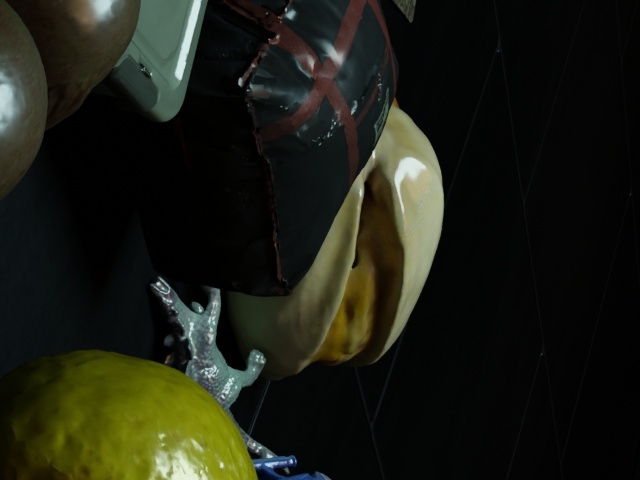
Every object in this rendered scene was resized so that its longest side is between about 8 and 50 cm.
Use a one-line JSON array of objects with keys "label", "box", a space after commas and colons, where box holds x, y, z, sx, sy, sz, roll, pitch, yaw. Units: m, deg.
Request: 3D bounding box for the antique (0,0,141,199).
[{"label": "antique", "box": [-0.161, -0.078, 0.819, 0.257, 0.143, 0.121, -49, 139, -62]}]

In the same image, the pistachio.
[{"label": "pistachio", "box": [0.000, 0.000, 1.344, 0.157, 0.157, 0.229, -59, 162, -51]}]

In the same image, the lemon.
[{"label": "lemon", "box": [-0.111, 0.141, 1.005, 0.207, 0.170, 0.170, 52, 46, -75]}]

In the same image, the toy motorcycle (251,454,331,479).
[{"label": "toy motorcycle", "box": [-0.064, 0.173, 1.229, 0.205, 0.114, 0.076, -11, 105, -70]}]

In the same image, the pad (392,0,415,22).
[{"label": "pad", "box": [0.056, -0.286, 1.620, 0.235, 0.003, 0.158, 33, 64, -70]}]

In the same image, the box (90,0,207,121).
[{"label": "box", "box": [-0.114, -0.156, 1.006, 0.124, 0.093, 0.172, 52, 48, -65]}]

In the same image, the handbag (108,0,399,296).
[{"label": "handbag", "box": [-0.039, -0.101, 1.150, 0.169, 0.155, 0.215, 73, 30, -47]}]

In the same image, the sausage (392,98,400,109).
[{"label": "sausage", "box": [0.044, -0.117, 1.594, 0.107, 0.031, 0.031, 62, 38, -60]}]

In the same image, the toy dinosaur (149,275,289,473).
[{"label": "toy dinosaur", "box": [-0.070, 0.099, 1.299, 0.209, 0.039, 0.082, 60, 42, -44]}]
